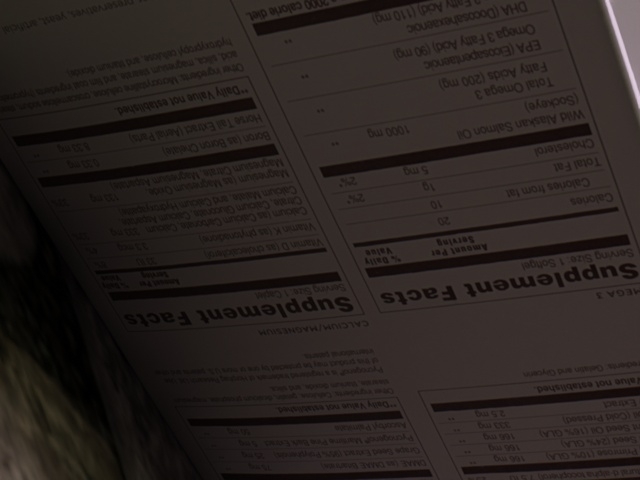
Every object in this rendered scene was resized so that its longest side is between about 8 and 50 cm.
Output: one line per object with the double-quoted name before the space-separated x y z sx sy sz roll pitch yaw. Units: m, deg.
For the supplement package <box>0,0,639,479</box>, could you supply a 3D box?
"supplement package" 0.044 -0.041 0.497 0.263 0.198 0.199 63 34 -32
